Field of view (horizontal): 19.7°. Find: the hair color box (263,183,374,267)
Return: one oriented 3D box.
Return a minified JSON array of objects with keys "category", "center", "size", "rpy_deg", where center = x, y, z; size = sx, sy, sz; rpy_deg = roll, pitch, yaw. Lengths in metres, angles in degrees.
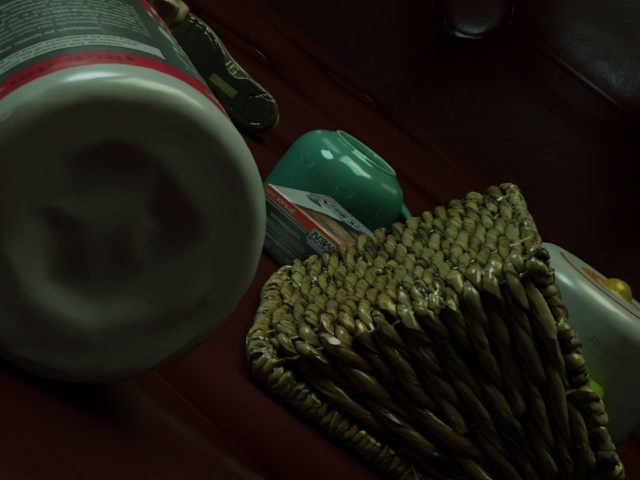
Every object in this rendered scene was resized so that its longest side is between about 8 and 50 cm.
[{"category":"hair color box","center":[0.000,0.000,1.681],"size":[0.093,0.053,0.167],"rpy_deg":[41,12,16]}]

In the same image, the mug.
[{"category":"mug","center":[0.027,-0.044,1.844],"size":[0.157,0.097,0.129],"rpy_deg":[29,12,-35]}]

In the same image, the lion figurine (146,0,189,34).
[{"category":"lion figurine","center":[-0.266,-0.245,1.750],"size":[0.240,0.142,0.392],"rpy_deg":[44,23,-5]}]

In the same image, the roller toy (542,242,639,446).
[{"category":"roller toy","center":[0.256,0.098,1.838],"size":[0.191,0.146,0.209],"rpy_deg":[28,13,-43]}]

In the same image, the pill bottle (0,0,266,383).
[{"category":"pill bottle","center":[-0.153,-0.063,1.081],"size":[0.176,0.176,0.318],"rpy_deg":[32,11,-27]}]

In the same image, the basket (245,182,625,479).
[{"category":"basket","center":[0.087,0.107,1.379],"size":[0.299,0.223,0.214],"rpy_deg":[-86,155,-78]}]

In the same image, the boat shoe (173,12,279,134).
[{"category":"boat shoe","center":[-0.124,-0.190,2.132],"size":[0.190,0.068,0.072],"rpy_deg":[48,-1,7]}]
